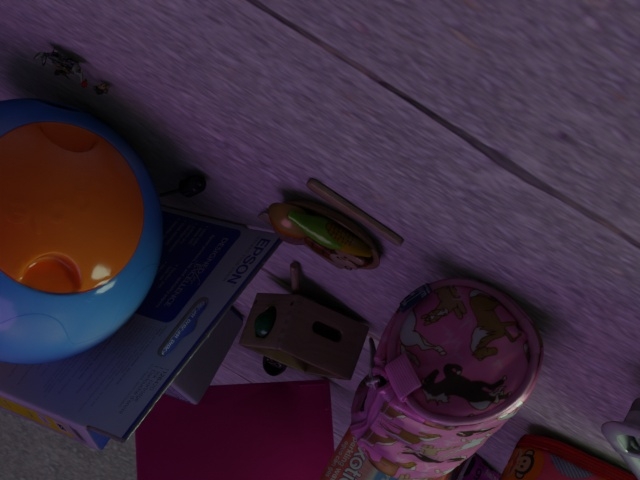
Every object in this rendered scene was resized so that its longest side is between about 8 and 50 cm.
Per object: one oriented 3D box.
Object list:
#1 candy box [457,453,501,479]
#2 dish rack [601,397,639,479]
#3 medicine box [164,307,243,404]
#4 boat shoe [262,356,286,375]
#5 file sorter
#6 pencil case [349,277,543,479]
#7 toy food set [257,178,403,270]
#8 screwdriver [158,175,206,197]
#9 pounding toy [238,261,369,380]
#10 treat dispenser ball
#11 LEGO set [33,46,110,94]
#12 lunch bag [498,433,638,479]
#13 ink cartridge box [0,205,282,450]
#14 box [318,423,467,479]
[{"bbox_3d":[0.199,0.444,2.039,0.159,0.233,0.071,41,160,-33],"label":"candy box"},{"bbox_3d":[0.455,0.256,1.387,0.285,0.072,0.333,15,157,37],"label":"dish rack"},{"bbox_3d":[-0.307,0.081,1.976,0.289,0.149,0.263,14,157,41],"label":"medicine box"},{"bbox_3d":[-0.059,0.165,1.995,0.049,0.040,0.142,29,163,4],"label":"boat shoe"},{"bbox_3d":[-0.137,0.327,2.107,0.291,0.202,0.182,-2,169,-10],"label":"file sorter"},{"bbox_3d":[0.124,0.163,1.510,0.167,0.160,0.386,27,163,6],"label":"pencil case"},{"bbox_3d":[0.000,0.000,1.450,0.132,0.038,0.192,33,162,-10],"label":"toy food set"},{"bbox_3d":[-0.159,-0.057,1.587,0.025,0.024,0.170,4,176,-16],"label":"screwdriver"},{"bbox_3d":[-0.024,0.099,1.701,0.141,0.100,0.130,27,166,-27],"label":"pounding toy"},{"bbox_3d":[-0.315,-0.010,1.506,0.288,0.288,0.288,27,162,9],"label":"treat dispenser ball"},{"bbox_3d":[-0.250,-0.175,1.403,0.054,0.023,0.083,15,171,44],"label":"LEGO set"},{"bbox_3d":[0.354,0.372,1.783,0.258,0.120,0.293,23,161,18],"label":"lunch bag"},{"bbox_3d":[-0.219,0.095,1.613,0.307,0.303,0.072,15,148,41],"label":"ink cartridge box"},{"bbox_3d":[0.079,0.330,1.802,0.142,0.300,0.154,27,161,15],"label":"box"}]
